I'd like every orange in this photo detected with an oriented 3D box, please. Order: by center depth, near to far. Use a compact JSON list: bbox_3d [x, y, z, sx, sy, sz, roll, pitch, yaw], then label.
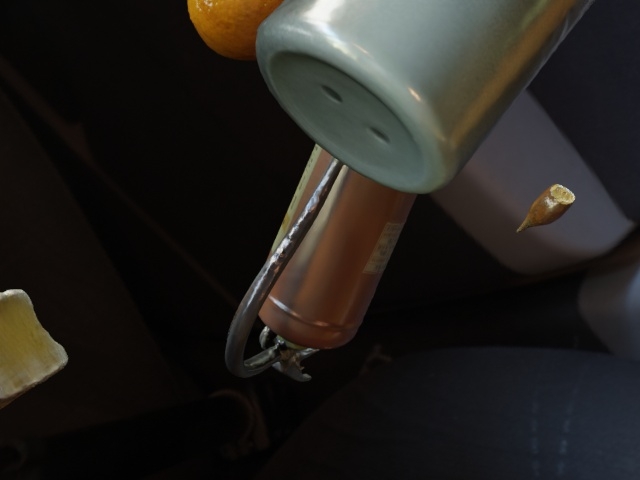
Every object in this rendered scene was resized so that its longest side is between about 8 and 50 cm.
[{"bbox_3d":[-0.069,-0.353,1.381,0.240,0.240,0.171,-30,88,-41],"label":"orange"}]

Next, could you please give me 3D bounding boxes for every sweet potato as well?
[{"bbox_3d":[0.361,-0.046,1.659,0.049,0.117,0.049,24,44,-25],"label":"sweet potato"}]

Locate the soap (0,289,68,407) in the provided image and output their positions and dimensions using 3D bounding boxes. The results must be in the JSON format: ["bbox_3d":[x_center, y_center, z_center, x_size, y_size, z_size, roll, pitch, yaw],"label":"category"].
[{"bbox_3d":[-0.348,0.145,0.787,0.089,0.274,0.173,57,6,0],"label":"soap"}]

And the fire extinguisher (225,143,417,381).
[{"bbox_3d":[-0.005,-0.005,0.991,0.200,0.376,0.113,2,28,-42],"label":"fire extinguisher"}]

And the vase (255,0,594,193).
[{"bbox_3d":[0.104,-0.192,0.779,0.245,0.245,0.291,40,75,-12],"label":"vase"}]
